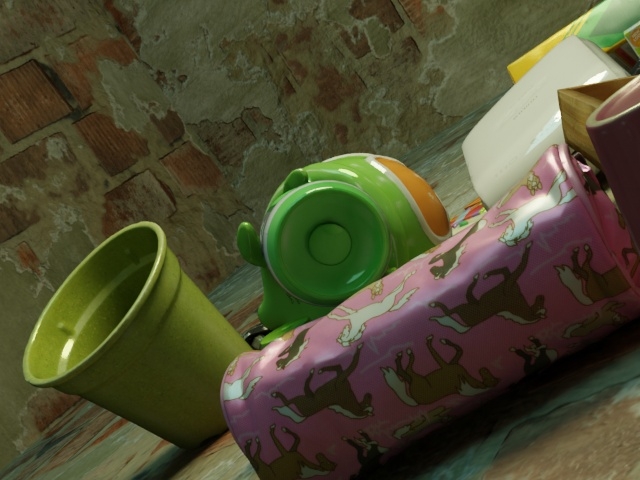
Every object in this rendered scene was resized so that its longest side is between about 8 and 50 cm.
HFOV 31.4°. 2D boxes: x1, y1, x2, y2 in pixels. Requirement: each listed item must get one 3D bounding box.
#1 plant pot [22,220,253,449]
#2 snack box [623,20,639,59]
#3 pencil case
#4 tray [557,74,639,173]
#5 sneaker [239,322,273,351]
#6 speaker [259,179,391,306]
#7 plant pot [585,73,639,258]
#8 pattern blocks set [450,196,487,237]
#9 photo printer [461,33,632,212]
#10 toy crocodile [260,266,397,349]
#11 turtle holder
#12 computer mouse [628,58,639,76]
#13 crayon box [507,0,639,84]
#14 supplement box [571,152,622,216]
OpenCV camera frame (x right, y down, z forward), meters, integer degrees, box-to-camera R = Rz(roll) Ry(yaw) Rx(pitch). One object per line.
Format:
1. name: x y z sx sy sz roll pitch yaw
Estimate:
1. plant pot: -0.234 0.158 1.622 0.276 0.254 0.276 -34 31 23
2. snack box: 0.464 -0.232 1.438 0.100 0.141 0.037 -34 7 19
3. pencil case: 0.092 0.082 0.978 0.386 0.160 0.167 -35 -19 18
4. tray: 0.363 -0.124 1.131 0.202 0.076 0.411 -10 8 7
5. sneaker: -0.128 0.191 1.779 0.227 0.087 0.130 -30 0 8
6. speaker: 0.000 0.000 1.208 0.131 0.131 0.296 -36 4 -3
7. plant pot: 0.275 -0.037 0.733 0.201 0.180 0.201 -35 5 3
8. pattern blocks set: 0.224 -0.025 1.763 0.325 0.026 0.285 -34 6 18
9. photo printer: 0.313 -0.148 1.554 0.256 0.107 0.307 -45 12 16
10. toy crocodile: 0.039 0.115 1.258 0.340 0.115 0.105 -30 3 32
11. turtle holder: 0.046 0.033 1.525 0.227 0.243 0.320 -20 -48 -46
12. computer mouse: 0.475 -0.211 1.631 0.272 0.072 0.188 -49 9 -8
13. crayon box: 0.441 -0.277 1.802 0.323 0.083 0.203 -34 -27 25
14. supplement box: 0.209 0.011 1.125 0.188 0.104 0.081 -39 5 -31
